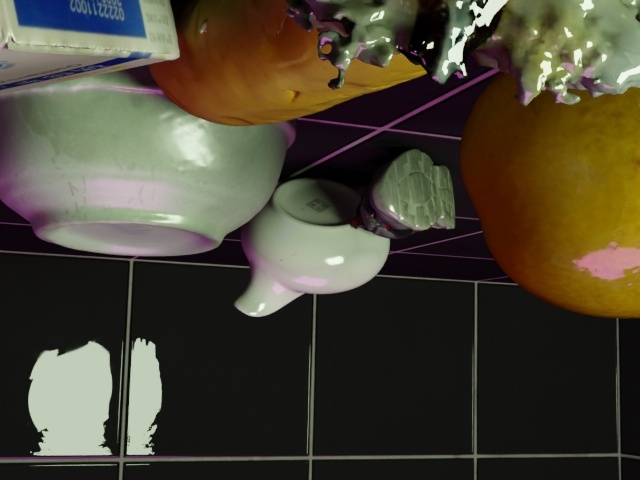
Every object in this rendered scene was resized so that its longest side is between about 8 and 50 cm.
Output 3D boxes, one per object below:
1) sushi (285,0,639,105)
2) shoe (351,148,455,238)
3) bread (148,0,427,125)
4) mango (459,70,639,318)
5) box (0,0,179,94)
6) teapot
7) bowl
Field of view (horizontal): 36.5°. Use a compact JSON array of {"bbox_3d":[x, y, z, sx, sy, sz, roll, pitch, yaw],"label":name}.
[{"bbox_3d":[0.065,-0.134,0.473,0.291,0.131,0.139,4,-172,-9],"label":"sushi"},{"bbox_3d":[0.089,-0.053,1.222,0.126,0.099,0.228,-5,174,25],"label":"shoe"},{"bbox_3d":[-0.005,-0.139,0.661,0.142,0.091,0.305,0,175,-35],"label":"bread"},{"bbox_3d":[0.289,-0.060,0.721,0.378,0.221,0.264,-7,169,-4],"label":"mango"},{"bbox_3d":[-0.290,-0.121,0.629,0.344,0.065,0.200,-7,-174,20],"label":"box"},{"bbox_3d":[0.000,0.000,1.344,0.298,0.139,0.204,-21,-139,-38],"label":"teapot"},{"bbox_3d":[-0.176,-0.078,0.913,0.307,0.163,0.307,2,169,0],"label":"bowl"}]
